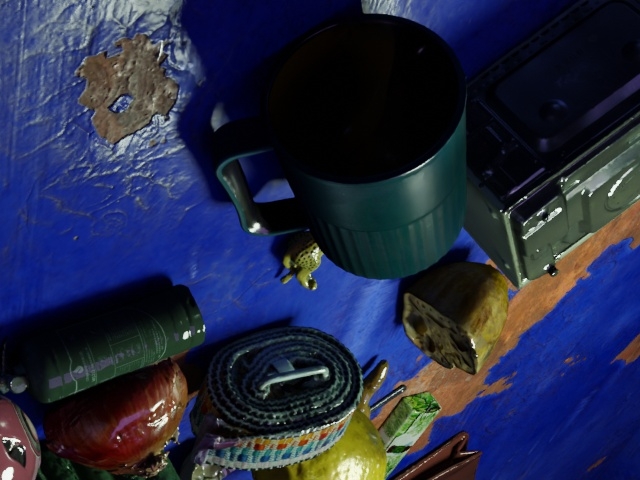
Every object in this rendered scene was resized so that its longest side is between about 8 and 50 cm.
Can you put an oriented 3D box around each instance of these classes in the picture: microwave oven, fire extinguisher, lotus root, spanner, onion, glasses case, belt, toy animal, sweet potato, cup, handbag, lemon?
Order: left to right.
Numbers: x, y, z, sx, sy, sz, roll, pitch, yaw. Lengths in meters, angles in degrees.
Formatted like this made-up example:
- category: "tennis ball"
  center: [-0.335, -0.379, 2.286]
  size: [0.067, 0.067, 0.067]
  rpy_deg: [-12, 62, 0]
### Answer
- category: "fire extinguisher"
  center: [-0.312, 0.143, 1.416]
  size: [0.311, 0.095, 0.114]
  rpy_deg: [-21, 115, -30]
- category: "onion"
  center: [-0.283, 0.269, 1.511]
  size: [0.230, 0.163, 0.230]
  rpy_deg: [-27, -178, 1]
- category: "belt"
  center: [-0.076, 0.254, 1.721]
  size: [0.295, 0.206, 0.160]
  rpy_deg: [-5, 143, -22]
- category: "lemon"
  center: [-0.005, 0.418, 1.976]
  size: [0.253, 0.253, 0.310]
  rpy_deg: [-42, 150, 6]
- category: "toy animal"
  center: [0.000, 0.000, 1.598]
  size: [0.181, 0.073, 0.136]
  rpy_deg: [-27, 143, 5]
- category: "sweet potato"
  center: [0.071, 0.348, 2.145]
  size: [0.075, 0.075, 0.269]
  rpy_deg: [-9, 131, -42]
- category: "cup"
  center: [0.047, -0.088, 1.342]
  size: [0.308, 0.242, 0.292]
  rpy_deg: [-37, 153, -8]
- category: "spanner"
  center: [0.104, 0.380, 2.285]
  size: [0.209, 0.012, 0.046]
  rpy_deg: [-34, 151, -9]
- category: "glasses case"
  center: [0.173, 0.468, 2.432]
  size: [0.095, 0.062, 0.272]
  rpy_deg: [-6, 137, -44]
- category: "handbag"
  center: [0.301, 0.651, 2.819]
  size: [0.276, 0.084, 0.260]
  rpy_deg: [-28, 152, -17]
- category: "lotus root"
  center: [0.271, 0.136, 1.972]
  size: [0.180, 0.188, 0.199]
  rpy_deg: [-40, 152, -26]
- category: "microwave oven"
  center: [0.397, -0.150, 1.636]
  size: [0.394, 0.247, 0.333]
  rpy_deg: [-37, 152, -3]

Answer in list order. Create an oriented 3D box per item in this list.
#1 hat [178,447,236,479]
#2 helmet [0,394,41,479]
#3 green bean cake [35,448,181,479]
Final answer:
- category: "hat"
  center: [-0.242, 0.439, 1.944]
  size: [0.173, 0.144, 0.166]
  rpy_deg: [-11, -160, 33]
- category: "helmet"
  center: [-0.435, 0.275, 1.345]
  size: [0.154, 0.198, 0.253]
  rpy_deg: [-12, 154, -37]
- category: "green bean cake"
  center: [-0.404, 0.455, 1.671]
  size: [0.300, 0.169, 0.307]
  rpy_deg: [-5, 138, -42]
